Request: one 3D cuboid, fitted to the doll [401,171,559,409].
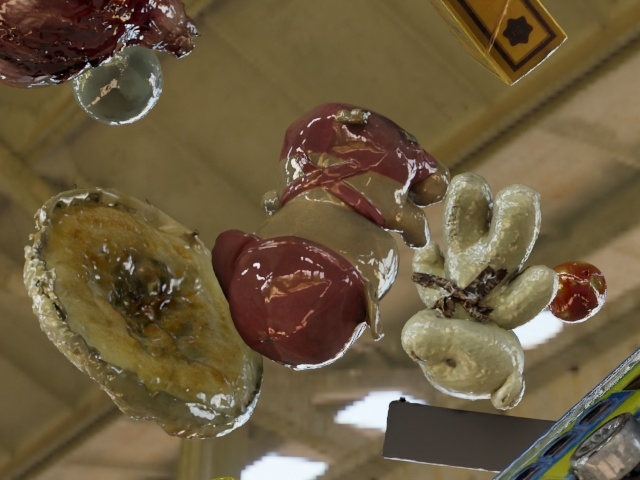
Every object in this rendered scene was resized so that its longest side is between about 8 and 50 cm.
[{"bbox_3d":[0.179,0.059,1.819,0.149,0.175,0.278,5,-82,-25],"label":"doll"}]

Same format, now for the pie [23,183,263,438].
[{"bbox_3d":[-0.158,0.065,1.382,0.274,0.274,0.055,33,-57,-33],"label":"pie"}]

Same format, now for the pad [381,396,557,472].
[{"bbox_3d":[0.198,0.211,1.566,0.265,0.009,0.159,7,-30,2],"label":"pad"}]

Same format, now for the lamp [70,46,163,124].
[{"bbox_3d":[-0.226,-0.179,1.673,0.105,0.105,0.105,0,-40,0],"label":"lamp"}]

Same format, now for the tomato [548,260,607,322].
[{"bbox_3d":[0.346,0.068,2.021,0.087,0.087,0.075,32,-24,-32],"label":"tomato"}]

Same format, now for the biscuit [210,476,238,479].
[{"bbox_3d":[-0.160,0.380,2.256,0.084,0.084,0.023,-18,-79,21],"label":"biscuit"}]

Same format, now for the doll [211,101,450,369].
[{"bbox_3d":[0.003,0.002,1.381,0.152,0.255,0.196,37,-30,-26],"label":"doll"}]

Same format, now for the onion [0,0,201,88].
[{"bbox_3d":[-0.196,-0.220,1.234,0.219,0.252,0.252,40,-49,-6],"label":"onion"}]

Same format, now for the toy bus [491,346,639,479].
[{"bbox_3d":[0.266,0.131,1.004,0.138,0.288,0.175,50,-11,2],"label":"toy bus"}]

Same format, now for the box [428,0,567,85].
[{"bbox_3d":[0.118,-0.312,1.563,0.084,0.193,0.301,-39,-74,6],"label":"box"}]
